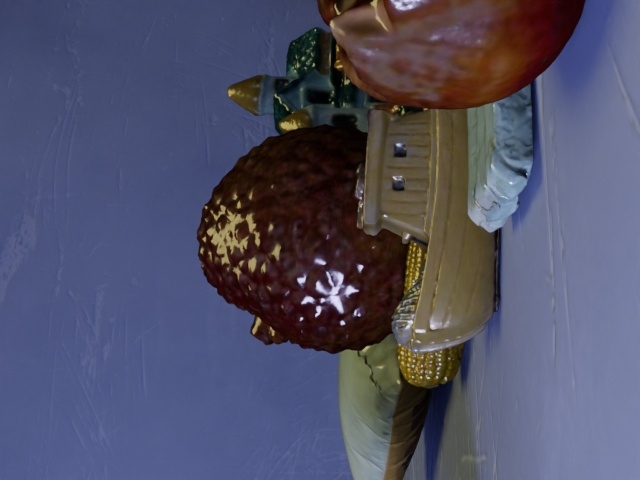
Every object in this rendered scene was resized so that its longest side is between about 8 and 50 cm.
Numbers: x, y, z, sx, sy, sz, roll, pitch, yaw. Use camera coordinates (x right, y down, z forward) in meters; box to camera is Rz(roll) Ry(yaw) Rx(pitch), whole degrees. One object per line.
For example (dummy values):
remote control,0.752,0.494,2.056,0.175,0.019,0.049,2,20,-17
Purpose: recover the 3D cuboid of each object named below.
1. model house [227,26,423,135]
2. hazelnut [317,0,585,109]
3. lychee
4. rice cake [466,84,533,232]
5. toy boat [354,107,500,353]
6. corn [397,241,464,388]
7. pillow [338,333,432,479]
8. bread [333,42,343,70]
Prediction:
model house,0.013,-0.206,1.399,0.184,0.291,0.253,79,-168,-68
hazelnut,0.073,-0.166,0.591,0.201,0.161,0.170,80,-169,-60
lychee,0.000,0.000,1.097,0.260,0.261,0.260,-178,90,-90
rice cake,0.131,-0.116,0.776,0.124,0.038,0.211,91,180,-73
toy boat,0.091,-0.064,0.887,0.089,0.122,0.321,60,-149,-80
corn,0.111,0.061,0.991,0.068,0.068,0.207,-89,1,-58
pillow,0.083,0.146,1.303,0.310,0.119,0.312,98,176,-48
bread,0.086,-0.307,1.167,0.229,0.140,0.143,93,-179,-51
